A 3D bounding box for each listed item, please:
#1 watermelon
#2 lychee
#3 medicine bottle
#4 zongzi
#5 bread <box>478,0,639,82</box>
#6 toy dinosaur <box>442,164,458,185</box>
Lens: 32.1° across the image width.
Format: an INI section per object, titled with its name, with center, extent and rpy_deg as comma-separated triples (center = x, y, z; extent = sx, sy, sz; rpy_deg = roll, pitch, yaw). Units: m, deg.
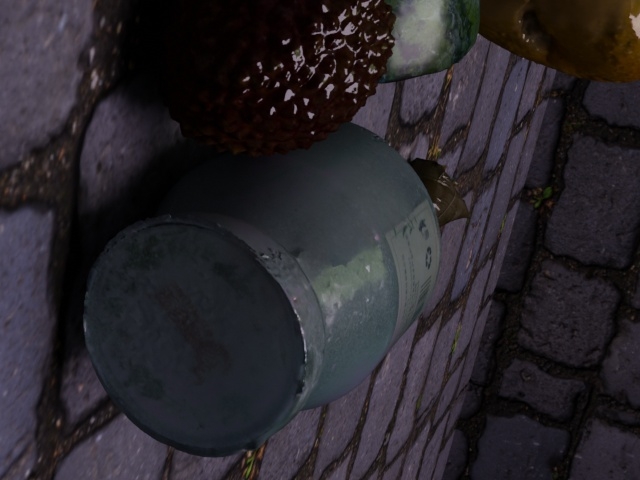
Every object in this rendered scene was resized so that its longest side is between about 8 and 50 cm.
[watermelon]
center = 0.064, -0.271, 1.203
extent = 0.224, 0.180, 0.305
rpy_deg = 55, 41, -11
[lychee]
center = -0.045, -0.153, 0.885
extent = 0.188, 0.188, 0.188
rpy_deg = 18, 90, -74
[medicine bottle]
center = -0.048, 0.035, 0.970
extent = 0.290, 0.245, 0.245
rpy_deg = -34, 140, -61
[zongzi]
center = 0.180, -0.017, 1.847
extent = 0.178, 0.081, 0.189
rpy_deg = 46, 61, -42
[bread]
center = 0.303, -0.362, 1.478
extent = 0.250, 0.394, 0.361
rpy_deg = -61, 172, 31
[toy dinosaur]
center = 0.188, -0.051, 1.963
extent = 0.212, 0.057, 0.142
rpy_deg = -26, 141, -63
